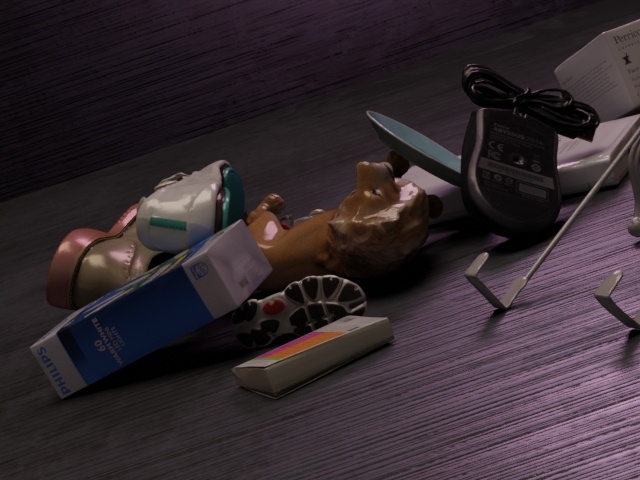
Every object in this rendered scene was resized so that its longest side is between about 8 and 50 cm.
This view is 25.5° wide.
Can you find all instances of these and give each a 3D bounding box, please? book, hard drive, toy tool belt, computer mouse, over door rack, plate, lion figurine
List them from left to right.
[{"bbox_3d":[-0.015,-0.014,2.031,0.083,0.052,0.051,-11,-18,21],"label":"toy tool belt"},{"bbox_3d":[-0.009,0.113,1.446,0.144,0.035,0.096,-23,9,-24],"label":"book"},{"bbox_3d":[0.000,0.000,1.782,0.392,0.142,0.240,-27,11,40],"label":"lion figurine"},{"bbox_3d":[0.135,-0.110,1.808,0.024,0.188,0.188,-59,5,11],"label":"plate"},{"bbox_3d":[0.255,-0.089,1.939,0.353,0.047,0.233,-12,14,27],"label":"hard drive"},{"bbox_3d":[0.237,-0.090,1.729,0.188,0.072,0.272,20,46,-3],"label":"computer mouse"},{"bbox_3d":[0.332,-0.016,1.382,0.324,0.108,0.239,-39,18,-20],"label":"over door rack"}]

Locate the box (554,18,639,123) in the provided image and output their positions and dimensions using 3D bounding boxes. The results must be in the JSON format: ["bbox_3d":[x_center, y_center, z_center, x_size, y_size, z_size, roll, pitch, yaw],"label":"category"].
[{"bbox_3d":[0.473,-0.253,2.081,0.181,0.119,0.182,-22,-5,-16],"label":"box"}]

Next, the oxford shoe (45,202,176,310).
[{"bbox_3d":[-0.241,0.042,1.997,0.146,0.141,0.397,17,16,12],"label":"oxford shoe"}]

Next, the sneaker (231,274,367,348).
[{"bbox_3d":[-0.020,0.072,1.575,0.170,0.068,0.071,-12,7,31],"label":"sneaker"}]

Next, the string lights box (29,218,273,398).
[{"bbox_3d":[-0.195,0.081,1.645,0.259,0.077,0.133,-28,8,21],"label":"string lights box"}]

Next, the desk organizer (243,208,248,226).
[{"bbox_3d":[-0.133,-0.005,2.140,0.047,0.050,0.130,-17,12,8],"label":"desk organizer"}]

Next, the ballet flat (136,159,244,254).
[{"bbox_3d":[-0.174,-0.039,1.871,0.139,0.139,0.400,-18,4,1],"label":"ballet flat"}]
